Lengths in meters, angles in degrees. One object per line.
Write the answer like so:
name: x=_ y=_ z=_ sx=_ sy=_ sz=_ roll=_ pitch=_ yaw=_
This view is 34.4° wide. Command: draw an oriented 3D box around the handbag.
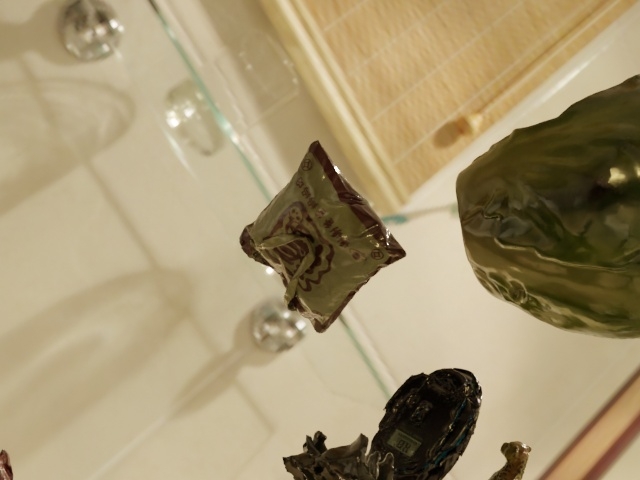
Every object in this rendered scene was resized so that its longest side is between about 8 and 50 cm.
handbag: x=0.000 y=0.000 z=1.526 sx=0.213 sy=0.127 sz=0.235 roll=50 pitch=-46 yaw=9

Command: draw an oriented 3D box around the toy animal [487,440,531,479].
toy animal: x=0.242 y=0.376 z=1.484 sx=0.073 sy=0.181 sz=0.136 roll=39 pitch=-64 yaw=15

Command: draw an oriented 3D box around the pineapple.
pineapple: x=0.074 y=0.292 z=0.993 sx=0.310 sy=0.141 sz=0.170 roll=56 pitch=2 yaw=-42

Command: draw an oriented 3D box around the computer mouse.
computer mouse: x=0.158 y=0.292 z=1.533 sx=0.146 sy=0.241 sz=0.077 roll=26 pitch=-22 yaw=44

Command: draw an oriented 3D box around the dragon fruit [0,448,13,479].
dragon fruit: x=-0.458 y=0.318 z=1.250 sx=0.147 sy=0.211 sz=0.282 roll=-12 pitch=-22 yaw=19

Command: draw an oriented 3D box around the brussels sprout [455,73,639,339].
brussels sprout: x=0.355 y=-0.039 z=1.255 sx=0.276 sy=0.371 sz=0.315 roll=56 pitch=17 yaw=-47
